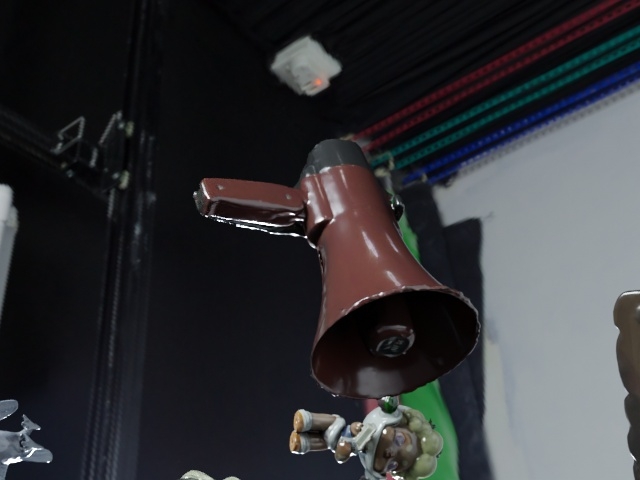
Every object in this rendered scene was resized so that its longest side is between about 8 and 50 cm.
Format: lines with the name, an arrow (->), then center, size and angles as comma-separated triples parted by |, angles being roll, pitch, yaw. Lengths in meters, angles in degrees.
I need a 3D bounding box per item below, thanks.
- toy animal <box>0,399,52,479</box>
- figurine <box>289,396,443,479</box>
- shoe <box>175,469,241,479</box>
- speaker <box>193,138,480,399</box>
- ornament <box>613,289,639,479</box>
toy animal -> -0.634, 0.401, 1.507 | 0.255, 0.176, 0.239 | 64, -174, -54
figurine -> 0.062, 0.256, 0.981 | 0.197, 0.093, 0.147 | 7, -79, -25
shoe -> -0.241, 0.538, 1.591 | 0.112, 0.227, 0.099 | 1, -92, -47
speaker -> 0.004, 0.022, 0.937 | 0.198, 0.259, 0.329 | 85, 165, -47
ornament -> 0.388, 0.135, 0.780 | 0.260, 0.106, 0.251 | -5, -90, -56
